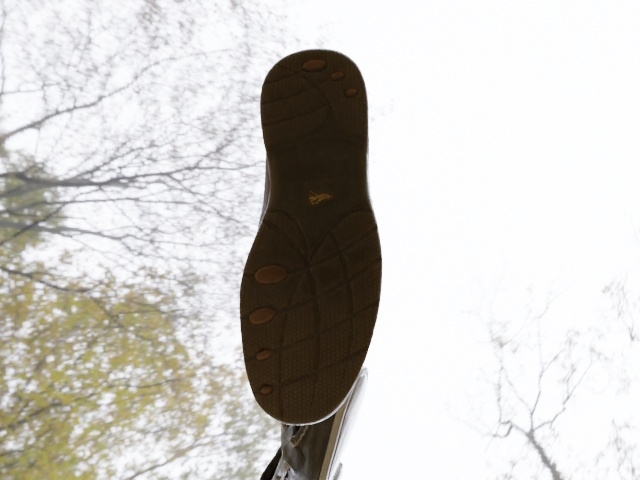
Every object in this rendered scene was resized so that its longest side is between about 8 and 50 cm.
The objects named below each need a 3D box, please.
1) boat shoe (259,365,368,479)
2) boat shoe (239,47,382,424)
[{"bbox_3d":[-0.020,0.231,1.061,0.096,0.335,0.112,23,-127,10],"label":"boat shoe"},{"bbox_3d":[0.000,0.000,0.453,0.064,0.060,0.178,1,-105,7],"label":"boat shoe"}]
